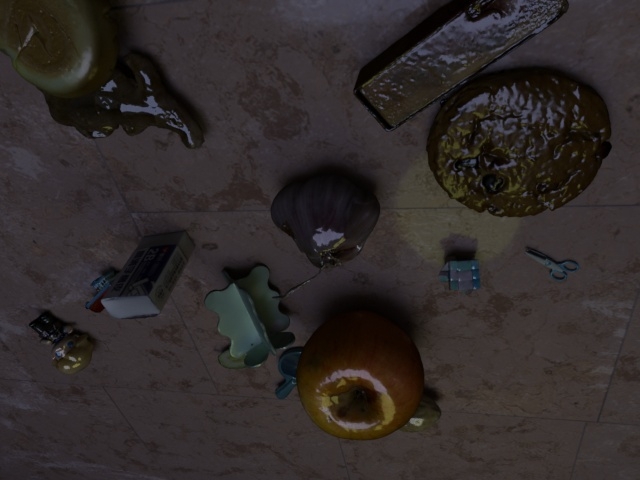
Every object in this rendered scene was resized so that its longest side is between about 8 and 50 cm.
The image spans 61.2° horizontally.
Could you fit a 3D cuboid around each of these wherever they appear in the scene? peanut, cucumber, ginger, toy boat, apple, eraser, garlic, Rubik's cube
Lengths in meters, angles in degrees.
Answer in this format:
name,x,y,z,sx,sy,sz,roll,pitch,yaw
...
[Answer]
name,x,y,z,sx,sy,sz,roll,pitch,yaw
peanut,0.191,0.454,1.451,0.257,0.123,0.123,-2,131,15
cucumber,-0.231,0.317,1.487,0.108,0.035,0.067,-15,108,27
ginger,-0.378,-0.257,0.974,0.333,0.080,0.166,11,128,8
toy boat,-0.555,0.132,1.379,0.058,0.069,0.173,48,126,-2
apple,0.094,0.299,1.245,0.299,0.275,0.298,7,120,12
eraser,-0.369,0.070,1.178,0.125,0.210,0.067,-9,128,21
garlic,0.000,0.000,1.048,0.207,0.207,0.256,23,96,-7
Rubik's cube,0.283,0.070,1.114,0.084,0.075,0.073,13,178,2

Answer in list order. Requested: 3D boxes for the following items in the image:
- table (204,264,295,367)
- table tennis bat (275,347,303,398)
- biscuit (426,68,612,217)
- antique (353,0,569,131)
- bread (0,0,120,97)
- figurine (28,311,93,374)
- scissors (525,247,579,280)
name,x,y,z,sx,sy,sz,roll,pitch,yaw
table,-0.167,0.167,1.264,0.167,0.166,0.198,-8,121,20
table tennis bat,-0.062,0.373,1.498,0.149,0.038,0.237,28,129,-13
biscuit,0.325,-0.149,0.901,0.296,0.075,0.295,7,133,7
antique,0.197,-0.290,0.799,0.310,0.087,0.093,-29,118,34
bread,-0.420,-0.340,0.876,0.214,0.105,0.213,5,107,15
figurine,-0.739,0.291,1.553,0.108,0.114,0.195,-2,124,48
scissors,0.457,0.046,1.085,0.119,0.014,0.058,25,132,-14
